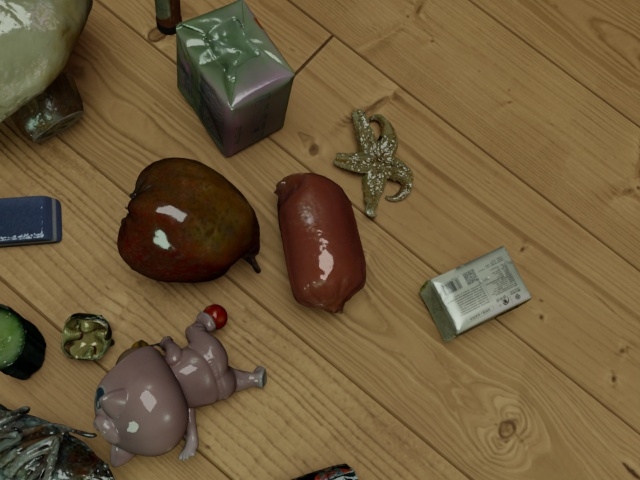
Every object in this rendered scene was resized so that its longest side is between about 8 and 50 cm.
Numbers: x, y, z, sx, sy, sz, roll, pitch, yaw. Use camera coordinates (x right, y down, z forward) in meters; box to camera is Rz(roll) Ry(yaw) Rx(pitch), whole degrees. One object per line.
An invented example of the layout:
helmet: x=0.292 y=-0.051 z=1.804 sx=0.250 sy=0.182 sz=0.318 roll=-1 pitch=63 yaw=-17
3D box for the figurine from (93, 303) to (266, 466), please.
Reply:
figurine: x=-0.235 y=0.229 z=1.342 sx=0.287 sy=0.176 sz=0.186 roll=-34 pitch=36 yaw=-31

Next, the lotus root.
lotus root: x=-0.471 y=-0.231 z=1.471 sx=0.122 sy=0.112 sz=0.081 roll=-32 pitch=92 yaw=16

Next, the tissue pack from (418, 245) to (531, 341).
tissue pack: x=0.262 y=0.093 z=1.451 sx=0.149 sy=0.099 sz=0.106 roll=-23 pitch=78 yaw=-13

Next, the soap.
soap: x=-0.152 y=-0.279 z=1.476 sx=0.138 sy=0.199 sz=0.182 roll=-29 pitch=77 yaw=-18

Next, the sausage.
sausage: x=0.000 y=0.000 z=1.431 sx=0.148 sy=0.148 sz=0.254 roll=-5 pitch=72 yaw=-8

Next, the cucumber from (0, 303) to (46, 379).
cucumber: x=-0.481 y=0.154 z=1.339 sx=0.062 sy=0.115 sz=0.116 roll=-23 pitch=73 yaw=-10

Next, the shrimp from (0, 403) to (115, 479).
shrimp: x=-0.463 y=0.318 z=1.261 sx=0.410 sy=0.221 sz=0.166 roll=28 pitch=44 yaw=22

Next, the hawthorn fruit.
hawthorn fruit: x=-0.203 y=-0.015 z=1.397 sx=0.248 sy=0.208 sz=0.208 roll=25 pitch=70 yaw=-15

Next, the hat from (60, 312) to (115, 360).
hat: x=-0.377 y=0.156 z=1.380 sx=0.077 sy=0.059 sz=0.076 roll=8 pitch=87 yaw=2

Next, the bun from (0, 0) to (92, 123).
bun: x=-0.554 y=-0.362 z=1.386 sx=0.365 sy=0.219 sz=0.365 roll=-19 pitch=45 yaw=21

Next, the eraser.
eraser: x=-0.555 y=-0.029 z=1.431 sx=0.225 sy=0.036 sz=0.082 roll=-5 pitch=73 yaw=-8

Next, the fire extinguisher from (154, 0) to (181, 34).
fire extinguisher: x=-0.275 y=-0.437 z=1.525 sx=0.050 sy=0.177 sz=0.062 roll=-16 pitch=73 yaw=-12

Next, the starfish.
starfish: x=0.098 y=-0.141 z=1.536 sx=0.150 sy=0.053 sz=0.209 roll=6 pitch=73 yaw=0

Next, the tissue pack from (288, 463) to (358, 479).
tissue pack: x=-0.021 y=0.411 z=1.313 sx=0.170 sy=0.103 sz=0.090 roll=-18 pitch=81 yaw=-11
